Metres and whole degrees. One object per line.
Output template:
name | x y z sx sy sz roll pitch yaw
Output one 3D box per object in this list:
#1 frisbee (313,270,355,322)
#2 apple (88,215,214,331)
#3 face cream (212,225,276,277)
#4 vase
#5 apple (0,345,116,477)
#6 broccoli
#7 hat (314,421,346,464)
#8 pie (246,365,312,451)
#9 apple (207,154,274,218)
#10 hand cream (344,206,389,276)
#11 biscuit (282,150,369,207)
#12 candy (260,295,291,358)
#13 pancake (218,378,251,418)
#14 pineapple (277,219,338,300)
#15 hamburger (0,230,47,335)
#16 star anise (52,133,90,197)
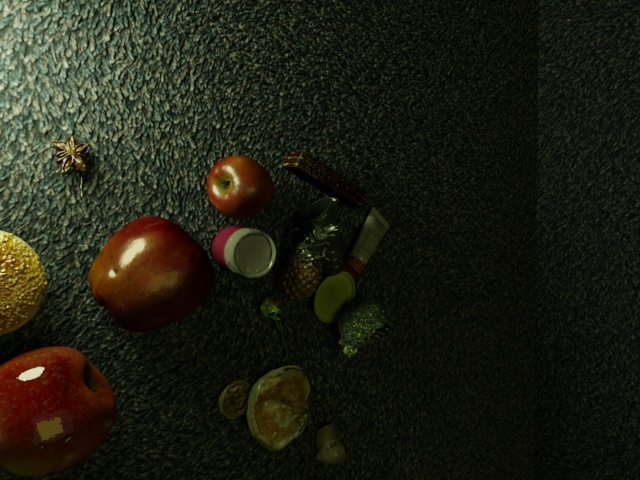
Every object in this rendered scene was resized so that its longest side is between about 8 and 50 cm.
frisbee | 0.060 0.239 1.982 0.236 0.017 0.236 -16 116 -36
apple | -0.546 0.117 1.519 0.365 0.295 0.329 -39 77 -26
face cream | -0.272 0.039 1.649 0.175 0.195 0.175 -5 99 -35
vase | 0.000 0.000 1.876 0.251 0.156 0.301 -20 115 -3
apple | -0.751 0.466 1.283 0.277 0.348 0.348 -30 112 -13
broccoli | 0.192 0.395 2.003 0.243 0.247 0.263 88 12 -52
hat | 0.046 0.891 2.027 0.147 0.085 0.175 -15 104 -32
pie | -0.155 0.665 1.859 0.339 0.077 0.339 -7 101 -39
apple | -0.276 -0.185 1.622 0.230 0.230 0.230 -4 97 -34
hand cream | 0.202 0.006 2.041 0.140 0.089 0.314 48 65 -30
biscuit | 0.029 -0.239 1.880 0.388 0.107 0.073 27 80 -34
candy | -0.165 0.355 1.842 0.091 0.083 0.305 -29 119 -31
pancake | -0.321 0.610 1.779 0.151 0.025 0.151 -4 96 -40
pineapple | -0.040 0.063 1.756 0.169 0.169 0.340 5 126 -35
hamburger | -0.899 0.115 1.241 0.302 0.170 0.302 -4 96 -35
star anise | -0.732 -0.222 1.377 0.097 0.070 0.191 -8 80 -36
